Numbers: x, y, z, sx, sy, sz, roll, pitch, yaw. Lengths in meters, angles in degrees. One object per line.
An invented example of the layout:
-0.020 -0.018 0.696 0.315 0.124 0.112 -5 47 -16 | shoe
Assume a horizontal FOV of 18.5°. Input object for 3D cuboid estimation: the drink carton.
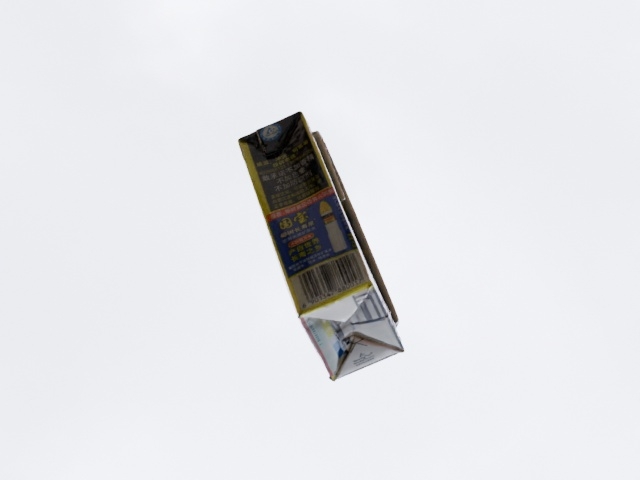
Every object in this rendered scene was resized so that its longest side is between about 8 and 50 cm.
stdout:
0.000 0.000 1.221 0.056 0.071 0.165 -21 -134 1 | drink carton
